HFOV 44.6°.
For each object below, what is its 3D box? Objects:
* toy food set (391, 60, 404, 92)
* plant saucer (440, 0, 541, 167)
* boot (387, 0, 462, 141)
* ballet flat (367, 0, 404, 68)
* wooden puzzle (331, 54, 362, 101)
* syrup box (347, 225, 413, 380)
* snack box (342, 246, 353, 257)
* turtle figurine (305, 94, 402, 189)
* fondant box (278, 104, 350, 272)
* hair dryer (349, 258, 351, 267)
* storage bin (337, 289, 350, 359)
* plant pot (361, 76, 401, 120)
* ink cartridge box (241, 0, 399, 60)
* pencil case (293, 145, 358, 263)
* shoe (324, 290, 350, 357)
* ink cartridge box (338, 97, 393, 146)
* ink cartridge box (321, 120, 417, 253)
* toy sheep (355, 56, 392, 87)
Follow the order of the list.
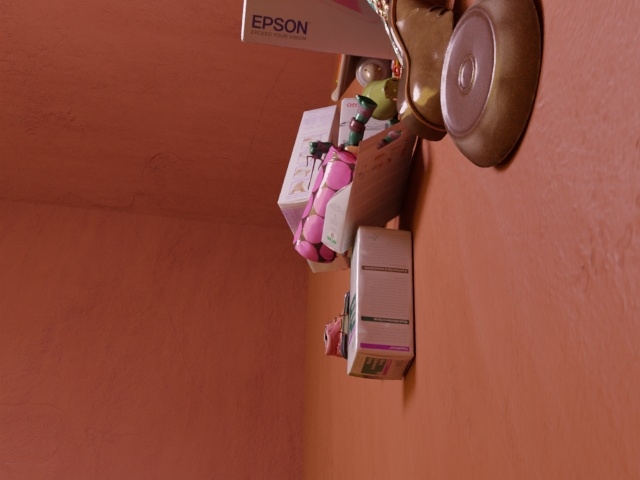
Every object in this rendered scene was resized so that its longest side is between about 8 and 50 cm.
[{"bbox_3d":[0.157,-0.347,1.603,0.083,0.020,0.083,104,171,-63],"label":"toy food set"},{"bbox_3d":[0.174,-0.180,0.849,0.198,0.036,0.199,-177,90,-76],"label":"plant saucer"},{"bbox_3d":[0.165,-0.280,1.068,0.115,0.112,0.306,-50,32,44],"label":"boot"},{"bbox_3d":[0.137,-0.361,1.230,0.077,0.091,0.241,-47,62,50],"label":"ballet flat"},{"bbox_3d":[0.097,-0.454,1.776,0.221,0.044,0.239,-55,-5,-21],"label":"wooden puzzle"},{"bbox_3d":[0.098,0.102,1.287,0.093,0.096,0.237,100,175,-57],"label":"syrup box"},{"bbox_3d":[0.096,-0.080,1.715,0.207,0.070,0.175,101,174,-64],"label":"snack box"},{"bbox_3d":[0.058,-0.153,1.507,0.234,0.175,0.118,-56,9,22],"label":"turtle figurine"},{"bbox_3d":[0.012,-0.125,1.854,0.330,0.096,0.238,-78,-28,-43],"label":"fondant box"},{"bbox_3d":[0.000,0.000,1.999,0.293,0.080,0.224,36,-134,-52],"label":"hair dryer"},{"bbox_3d":[0.087,0.157,1.440,0.091,0.098,0.135,161,116,-74],"label":"storage bin"},{"bbox_3d":[0.133,-0.286,1.536,0.079,0.083,0.084,163,113,-73],"label":"plant pot"},{"bbox_3d":[0.041,-0.484,1.316,0.071,0.323,0.330,-98,14,-68],"label":"ink cartridge box"},{"bbox_3d":[0.024,-0.064,1.435,0.210,0.098,0.095,-67,30,17],"label":"pencil case"},{"bbox_3d":[0.053,0.192,1.846,0.063,0.081,0.178,106,169,-66],"label":"shoe"},{"bbox_3d":[0.095,-0.214,1.616,0.063,0.109,0.151,66,-152,-70],"label":"ink cartridge box"},{"bbox_3d":[0.087,-0.109,1.350,0.181,0.056,0.225,-32,-39,-41],"label":"ink cartridge box"},{"bbox_3d":[0.119,-0.376,1.737,0.132,0.091,0.091,-81,-2,-68],"label":"toy sheep"}]
